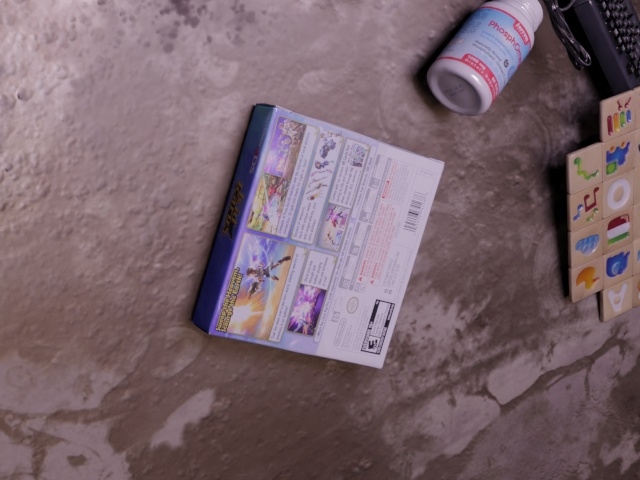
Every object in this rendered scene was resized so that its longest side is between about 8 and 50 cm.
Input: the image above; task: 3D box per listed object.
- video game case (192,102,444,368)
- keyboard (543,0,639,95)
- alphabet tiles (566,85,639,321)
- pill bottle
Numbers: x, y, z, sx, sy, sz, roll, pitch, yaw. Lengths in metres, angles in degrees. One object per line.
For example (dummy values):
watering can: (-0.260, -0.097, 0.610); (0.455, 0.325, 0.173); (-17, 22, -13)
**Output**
video game case: (0.000, 0.000, 1.265); (0.244, 0.061, 0.270); (15, 93, -31)
keyboard: (0.338, -0.320, 1.355); (0.317, 0.033, 0.201); (56, 52, -25)
alphabet tiles: (0.456, -0.059, 1.488); (0.285, 0.011, 0.343); (-22, 121, -23)
pill bottle: (0.206, -0.234, 1.302); (0.087, 0.087, 0.160); (49, 65, -27)
